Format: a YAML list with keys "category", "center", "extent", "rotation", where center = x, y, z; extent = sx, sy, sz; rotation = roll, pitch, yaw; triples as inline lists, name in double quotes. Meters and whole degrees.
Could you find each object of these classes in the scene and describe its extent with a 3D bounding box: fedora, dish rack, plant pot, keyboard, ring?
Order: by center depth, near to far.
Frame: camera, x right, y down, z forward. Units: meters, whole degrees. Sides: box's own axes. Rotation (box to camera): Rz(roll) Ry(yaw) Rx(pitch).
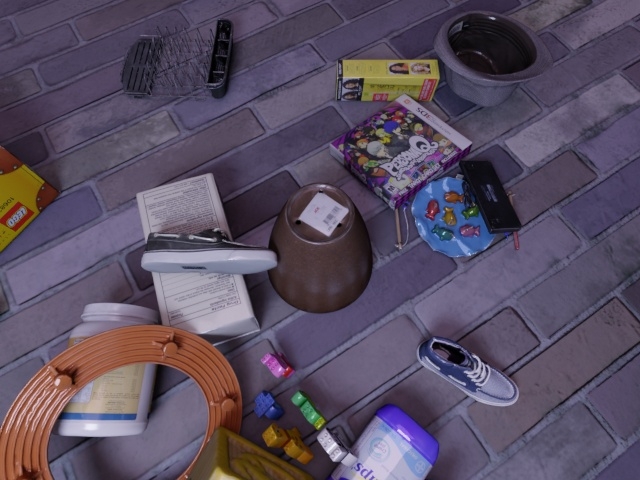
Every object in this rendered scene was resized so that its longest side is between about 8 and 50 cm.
- category: "ring"
  center: [-0.273, 0.292, 0.610]
  extent: [0.337, 0.032, 0.336]
  rotation: [-3, 96, -30]
- category: "plant pot"
  center: [0.000, 0.000, 0.735]
  extent: [0.216, 0.230, 0.215]
  rotation: [0, 68, -1]
- category: "keyboard"
  center: [0.338, -0.094, 0.859]
  extent: [0.108, 0.023, 0.180]
  rotation: [-3, 60, -18]
- category: "fedora"
  center: [0.381, -0.408, 0.961]
  extent: [0.244, 0.124, 0.275]
  rotation: [-20, 61, -11]
- category: "dish rack"
  center: [-0.349, -0.436, 0.998]
  extent: [0.272, 0.074, 0.208]
  rotation: [2, 67, 1]

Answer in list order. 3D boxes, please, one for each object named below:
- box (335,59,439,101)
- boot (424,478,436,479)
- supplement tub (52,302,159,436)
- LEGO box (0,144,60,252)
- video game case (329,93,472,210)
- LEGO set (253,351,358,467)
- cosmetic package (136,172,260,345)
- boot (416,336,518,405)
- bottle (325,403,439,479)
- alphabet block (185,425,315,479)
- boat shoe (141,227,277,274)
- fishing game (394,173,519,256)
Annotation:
- category: "box"
  center: [0.152, -0.375, 0.969]
  extent: [0.233, 0.087, 0.058]
  rotation: [0, 70, -2]
- category: "boot"
  center: [0.136, 0.445, 0.595]
  extent: [0.073, 0.152, 0.197]
  rotation: [26, 70, 10]
- category: "supplement tub"
  center: [-0.351, 0.216, 0.691]
  extent: [0.145, 0.144, 0.199]
  rotation: [1, 67, 0]
- category: "LEGO box"
  center: [-0.847, -0.037, 0.766]
  extent: [0.373, 0.193, 0.500]
  rotation: [32, 71, 12]
- category: "video game case"
  center: [0.174, -0.203, 0.909]
  extent: [0.232, 0.041, 0.210]
  rotation: [-36, 64, -14]
- category: "LEGO set"
  center: [-0.055, 0.281, 0.660]
  extent: [0.087, 0.093, 0.227]
  rotation: [-47, 52, -1]
- category: "cosmetic package"
  center: [-0.227, 0.042, 0.772]
  extent: [0.153, 0.129, 0.295]
  rotation: [-16, 68, -8]
- category: "boot"
  center: [0.264, 0.230, 0.719]
  extent: [0.190, 0.086, 0.069]
  rotation: [23, 69, 9]
- category: "bottle"
  center: [0.064, 0.401, 0.645]
  extent: [0.118, 0.092, 0.283]
  rotation: [39, 73, 14]
- category: "alphabet block"
  center: [-0.113, 0.408, 0.557]
  extent: [0.193, 0.193, 0.197]
  rotation: [34, 75, -9]
- category: "boat shoe"
  center: [-0.180, 0.013, 0.674]
  extent: [0.220, 0.077, 0.070]
  rotation: [1, 68, 0]
- category: "fishing game"
  center: [0.286, -0.057, 0.863]
  extent: [0.265, 0.041, 0.188]
  rotation: [4, 68, 0]
